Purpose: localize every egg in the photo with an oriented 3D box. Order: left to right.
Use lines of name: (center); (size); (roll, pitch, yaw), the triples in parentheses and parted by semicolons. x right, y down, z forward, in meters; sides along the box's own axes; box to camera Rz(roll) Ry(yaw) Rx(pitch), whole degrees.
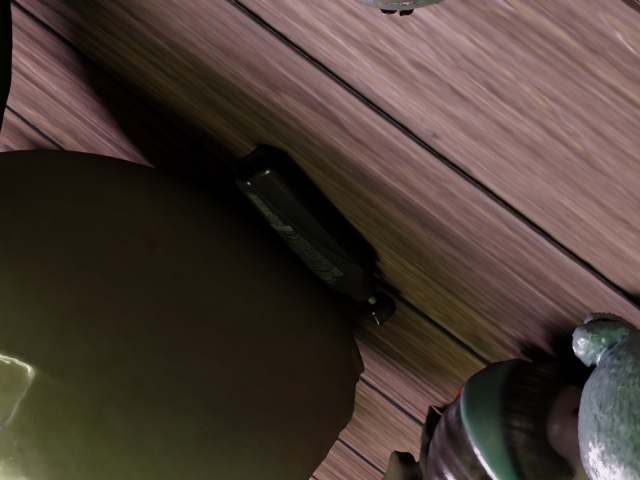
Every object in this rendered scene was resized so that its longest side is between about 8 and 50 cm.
egg: (-0.154, 0.082, 1.150); (0.336, 0.278, 0.278); (24, 168, -10)

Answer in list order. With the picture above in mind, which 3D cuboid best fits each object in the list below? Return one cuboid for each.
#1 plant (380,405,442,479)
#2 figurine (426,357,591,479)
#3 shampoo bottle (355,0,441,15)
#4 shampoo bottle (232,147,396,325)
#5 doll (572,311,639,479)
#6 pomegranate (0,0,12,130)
plant: (0.114, 0.263, 1.224); (0.312, 0.215, 0.213); (38, 169, 12)
figurine: (0.168, 0.145, 0.965); (0.245, 0.110, 0.138); (28, -179, 14)
shampoo bottle: (0.006, -0.149, 0.525); (0.072, 0.072, 0.214); (31, 163, 27)
shampoo bottle: (0.000, 0.000, 1.066); (0.048, 0.027, 0.137); (6, 146, 48)
doll: (0.187, 0.080, 0.811); (0.180, 0.075, 0.120); (-14, 89, 48)
pomegranate: (-0.286, -0.100, 0.974); (0.254, 0.254, 0.270); (32, -168, 24)
